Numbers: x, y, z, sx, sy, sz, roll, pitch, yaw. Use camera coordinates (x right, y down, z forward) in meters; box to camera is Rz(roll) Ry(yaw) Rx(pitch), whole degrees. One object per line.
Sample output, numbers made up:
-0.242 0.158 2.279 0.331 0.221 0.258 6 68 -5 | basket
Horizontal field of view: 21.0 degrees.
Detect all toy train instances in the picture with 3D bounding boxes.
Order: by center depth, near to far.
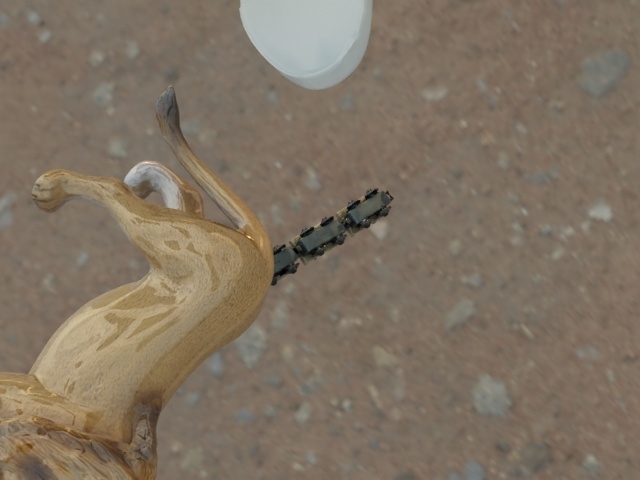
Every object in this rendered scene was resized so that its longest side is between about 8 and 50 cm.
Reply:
0.000 0.000 1.363 0.158 0.036 0.027 -31 81 -36 | toy train

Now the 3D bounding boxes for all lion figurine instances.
-0.138 0.081 1.231 0.240 0.142 0.392 27 76 27 | lion figurine

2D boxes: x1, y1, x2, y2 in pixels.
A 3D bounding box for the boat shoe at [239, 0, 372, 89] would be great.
-0.007 -0.163 1.023 0.077 0.070 0.219 -26 49 13 | boat shoe
